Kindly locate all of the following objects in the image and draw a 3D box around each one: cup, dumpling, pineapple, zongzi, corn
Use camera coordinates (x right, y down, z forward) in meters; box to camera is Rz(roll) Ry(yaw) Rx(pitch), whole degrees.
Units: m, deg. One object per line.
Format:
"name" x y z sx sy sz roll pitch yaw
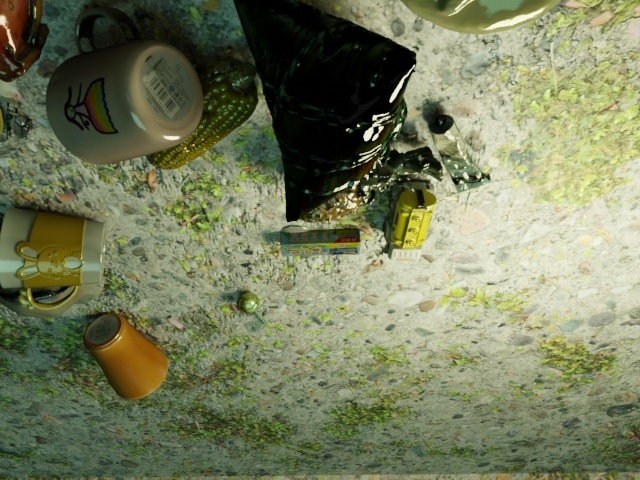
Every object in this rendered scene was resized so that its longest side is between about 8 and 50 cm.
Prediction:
"cup" -0.325 -0.263 1.103 0.200 0.191 0.253 -4 105 37
"dumpling" -0.693 0.134 1.663 0.292 0.163 0.205 0 125 -13
"cup" -0.595 0.333 1.970 0.226 0.182 0.264 17 146 32
"cup" -0.616 0.048 1.526 0.226 0.185 0.241 3 108 -15
"pineapple" 0.092 -0.124 1.344 0.309 0.141 0.170 -12 179 10
"zongzi" -0.017 -0.272 1.112 0.362 0.319 0.383 40 162 13
"corn" -0.224 -0.228 1.229 0.119 0.119 0.321 30 140 -34

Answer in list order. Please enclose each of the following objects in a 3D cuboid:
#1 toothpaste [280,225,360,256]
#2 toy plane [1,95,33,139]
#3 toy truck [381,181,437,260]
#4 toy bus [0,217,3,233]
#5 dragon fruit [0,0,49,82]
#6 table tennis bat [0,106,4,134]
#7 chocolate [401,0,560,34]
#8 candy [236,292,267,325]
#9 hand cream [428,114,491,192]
"toothpaste" 0.000 0.000 1.597 0.193 0.044 0.070 -2 144 2
"toy plane" -0.591 -0.234 1.289 0.049 0.031 0.121 17 144 -9
"toy truck" 0.197 -0.041 1.485 0.097 0.114 0.227 1 144 -3
"toy bus" -0.808 -0.041 1.501 0.087 0.089 0.194 -15 140 19
"dragon fruit" -0.522 -0.379 0.927 0.250 0.251 0.315 -21 141 25
"table tennis bat" -0.757 -0.223 1.297 0.320 0.050 0.198 -31 136 29
"chocolate" 0.204 -0.409 0.842 0.313 0.297 0.326 -3 145 12
"candy" -0.183 0.203 1.879 0.061 0.061 0.202 -7 151 10
"hand cream" 0.283 -0.179 1.366 0.075 0.052 0.248 5 157 33
